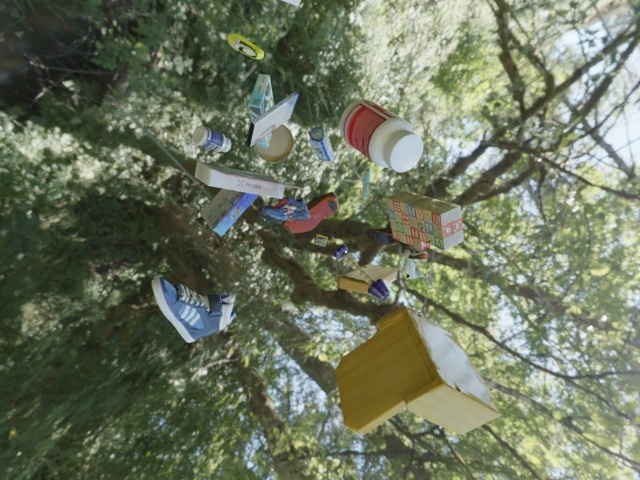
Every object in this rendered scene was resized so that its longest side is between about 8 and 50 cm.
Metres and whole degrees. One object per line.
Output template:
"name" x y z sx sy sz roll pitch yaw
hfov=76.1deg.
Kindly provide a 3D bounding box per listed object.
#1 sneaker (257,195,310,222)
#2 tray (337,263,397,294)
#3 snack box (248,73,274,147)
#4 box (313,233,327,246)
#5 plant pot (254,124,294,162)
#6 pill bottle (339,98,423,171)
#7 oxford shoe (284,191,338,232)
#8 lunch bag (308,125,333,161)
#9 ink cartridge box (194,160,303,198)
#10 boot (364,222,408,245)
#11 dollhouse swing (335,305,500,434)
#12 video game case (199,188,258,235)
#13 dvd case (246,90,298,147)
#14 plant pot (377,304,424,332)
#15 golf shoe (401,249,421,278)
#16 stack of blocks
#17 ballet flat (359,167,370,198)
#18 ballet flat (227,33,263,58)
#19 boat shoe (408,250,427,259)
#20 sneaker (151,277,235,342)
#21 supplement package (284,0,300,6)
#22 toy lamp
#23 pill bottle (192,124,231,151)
"sneaker" -0.129 -0.107 1.400 0.083 0.087 0.221 -9 179 39
"tray" 0.288 0.221 2.428 0.202 0.076 0.410 10 -167 30
"snack box" -0.280 -0.628 2.012 0.322 0.060 0.187 91 11 -69
"box" 0.000 0.000 2.188 0.169 0.059 0.054 -169 -84 -87
"plant pot" -0.273 -0.573 2.386 0.236 0.236 0.032 -42 -147 10
"pill bottle" 0.276 -0.478 1.873 0.229 0.229 0.408 -44 -135 5
"oxford shoe" -0.037 -0.121 1.776 0.271 0.097 0.098 -26 -147 20
"lunch bag" 0.007 -0.477 2.042 0.096 0.129 0.151 -28 -140 3
"ink cartridge box" -0.250 -0.199 1.426 0.261 0.296 0.066 28 -73 50
"boot" 0.310 -0.043 1.802 0.219 0.082 0.106 10 -128 17
"dollhouse swing" 0.267 0.435 1.232 0.305 0.315 0.347 -53 -160 16
"video game case" -0.429 -0.173 1.921 0.269 0.061 0.244 -49 -145 -4
"dvd case" -0.200 -0.501 1.698 0.253 0.022 0.180 -43 178 -23
"plant pot" 0.334 0.366 1.815 0.237 0.110 0.237 -34 163 -12
"golf shoe" 0.456 0.131 2.116 0.085 0.176 0.069 -22 -156 10
"stack of blocks" 0.364 -0.060 1.446 0.087 0.171 0.297 -24 -156 -19
"ballet flat" 0.238 -0.313 2.238 0.052 0.169 0.057 8 -170 27
"ballet flat" -0.416 -1.048 2.212 0.077 0.230 0.077 -57 174 -48
"boat shoe" 0.466 0.072 1.962 0.049 0.043 0.137 -3 -179 -20
"sneaker" -0.442 0.218 1.502 0.236 0.323 0.130 -26 -143 -10
"supplement package" -0.168 -0.803 1.148 0.145 0.204 0.262 -55 169 30
"toy lamp" 0.168 0.130 1.652 0.080 0.274 0.080 -38 158 -18
"pill bottle" -0.509 -0.474 1.934 0.094 0.094 0.169 -38 154 26
